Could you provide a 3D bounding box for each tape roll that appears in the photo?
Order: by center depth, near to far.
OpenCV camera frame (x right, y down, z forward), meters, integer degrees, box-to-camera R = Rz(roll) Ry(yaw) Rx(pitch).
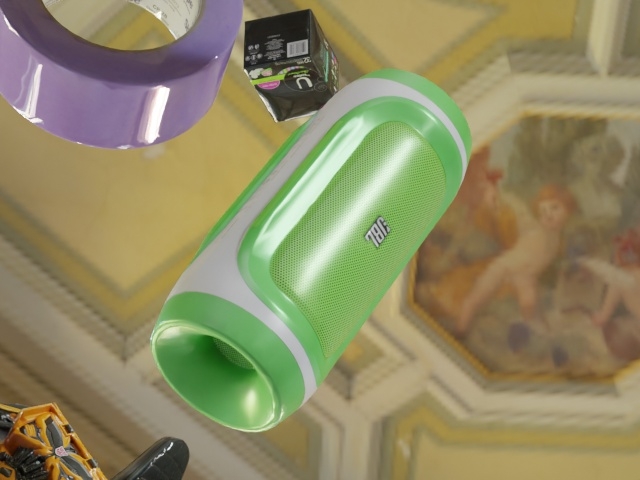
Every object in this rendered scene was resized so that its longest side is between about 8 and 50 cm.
[{"bbox_3d":[-0.158,-0.167,1.268,0.189,0.189,0.080,14,-38,-9],"label":"tape roll"}]

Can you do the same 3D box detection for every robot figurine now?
[{"bbox_3d":[-0.303,0.229,1.448,0.211,0.291,0.085,51,-50,21],"label":"robot figurine"}]

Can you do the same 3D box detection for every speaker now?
[{"bbox_3d":[0.000,0.000,1.235,0.131,0.296,0.131,23,-39,20],"label":"speaker"}]

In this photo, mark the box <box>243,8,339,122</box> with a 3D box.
[{"bbox_3d":[-0.023,-0.147,1.412,0.062,0.052,0.083,-9,-31,15],"label":"box"}]

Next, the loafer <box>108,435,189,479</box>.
[{"bbox_3d":[-0.195,0.248,1.587,0.170,0.061,0.062,-46,-46,-20],"label":"loafer"}]
